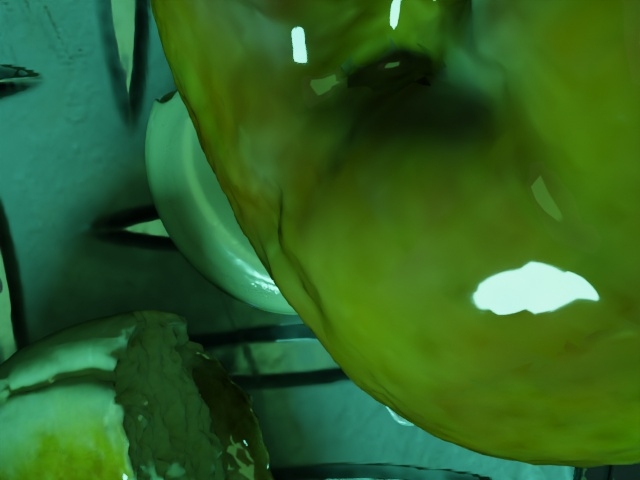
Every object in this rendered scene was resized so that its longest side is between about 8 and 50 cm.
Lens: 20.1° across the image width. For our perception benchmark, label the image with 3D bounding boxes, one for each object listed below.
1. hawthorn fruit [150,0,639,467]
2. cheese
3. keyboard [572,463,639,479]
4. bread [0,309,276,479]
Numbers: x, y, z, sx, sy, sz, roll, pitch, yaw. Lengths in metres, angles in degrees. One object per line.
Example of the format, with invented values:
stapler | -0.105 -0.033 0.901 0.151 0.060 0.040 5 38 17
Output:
hawthorn fruit | 0.146 -0.125 0.777 0.471 0.472 0.472 0 93 2
cheese | 0.000 0.000 0.989 0.137 0.064 0.227 -33 93 4
keyboard | 0.174 0.142 1.012 0.072 0.023 0.231 8 93 -6
bread | -0.114 0.205 0.949 0.192 0.171 0.314 -18 88 22
